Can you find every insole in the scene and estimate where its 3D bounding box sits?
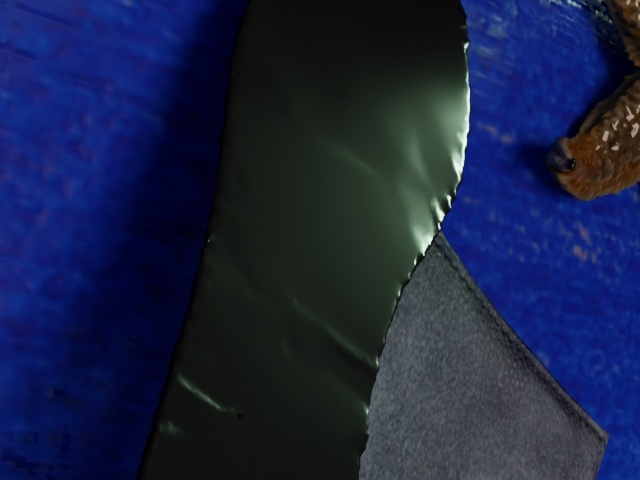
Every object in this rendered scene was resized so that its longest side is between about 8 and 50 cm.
[{"bbox_3d":[0.000,0.000,0.521,0.119,0.009,0.348,41,46,-32],"label":"insole"}]

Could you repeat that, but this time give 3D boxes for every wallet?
[{"bbox_3d":[0.043,0.101,0.622,0.222,0.036,0.167,45,58,-43],"label":"wallet"}]

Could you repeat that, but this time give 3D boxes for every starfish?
[{"bbox_3d":[0.164,-0.055,0.753,0.247,0.050,0.138,34,67,-38],"label":"starfish"}]
